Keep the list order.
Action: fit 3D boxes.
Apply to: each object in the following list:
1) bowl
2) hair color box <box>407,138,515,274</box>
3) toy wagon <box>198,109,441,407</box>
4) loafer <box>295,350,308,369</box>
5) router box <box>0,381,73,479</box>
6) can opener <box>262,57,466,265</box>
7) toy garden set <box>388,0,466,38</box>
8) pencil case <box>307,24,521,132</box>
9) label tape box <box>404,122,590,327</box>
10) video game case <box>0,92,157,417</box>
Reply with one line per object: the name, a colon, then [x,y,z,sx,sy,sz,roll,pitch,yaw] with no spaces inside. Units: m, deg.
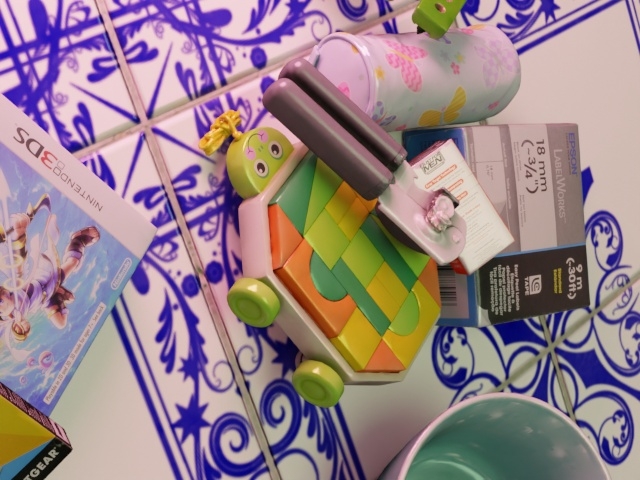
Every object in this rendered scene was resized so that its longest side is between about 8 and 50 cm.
bowl: [0.175,0.337,1.476,0.311,0.163,0.312,7,75,-27]
hair color box: [0.152,-0.038,1.467,0.072,0.043,0.141,-35,100,-12]
toy wagon: [0.000,0.000,1.400,0.344,0.068,0.267,53,48,-21]
loafer: [0.028,0.130,1.463,0.125,0.039,0.045,-13,96,-42]
router box: [-0.321,0.197,1.089,0.179,0.046,0.133,-46,121,-1]
can opener: [0.048,-0.072,1.370,0.280,0.093,0.074,44,49,-15]
toy garden set: [0.068,-0.350,1.486,0.244,0.049,0.204,38,43,-6]
pencil case: [0.112,-0.193,1.506,0.273,0.113,0.124,-13,64,-42]
label tape box: [0.263,-0.029,1.643,0.333,0.106,0.241,-6,93,-42]
video game case: [-0.304,0.026,1.154,0.244,0.061,0.270,43,61,-31]
